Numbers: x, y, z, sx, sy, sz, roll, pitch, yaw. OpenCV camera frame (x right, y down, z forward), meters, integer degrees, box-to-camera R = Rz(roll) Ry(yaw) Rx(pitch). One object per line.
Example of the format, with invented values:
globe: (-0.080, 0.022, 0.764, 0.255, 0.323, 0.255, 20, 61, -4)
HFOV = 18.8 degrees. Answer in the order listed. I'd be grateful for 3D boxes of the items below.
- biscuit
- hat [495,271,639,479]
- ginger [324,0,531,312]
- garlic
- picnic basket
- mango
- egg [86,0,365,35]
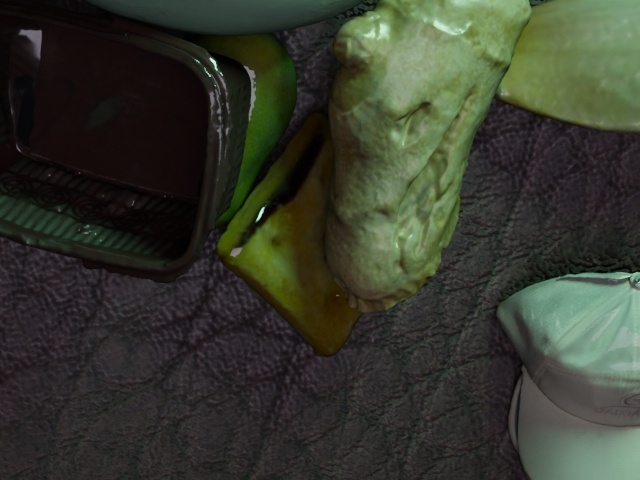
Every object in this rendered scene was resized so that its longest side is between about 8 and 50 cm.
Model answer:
biscuit: (0.000, 0.000, 1.810, 0.174, 0.039, 0.183, -53, 124, -20)
hat: (0.279, 0.150, 1.838, 0.219, 0.164, 0.226, 2, 82, -4)
ginger: (0.080, -0.102, 1.725, 0.190, 0.126, 0.354, 0, 109, -38)
garlic: (0.301, -0.166, 1.775, 0.318, 0.112, 0.143, -5, 87, 3)
picnic basket: (-0.191, -0.098, 1.690, 0.297, 0.129, 0.222, 16, 108, 20)
mango: (-0.096, -0.108, 1.766, 0.122, 0.085, 0.191, 27, 99, -14)
egg: (-0.092, -0.310, 1.620, 0.389, 0.276, 0.276, 10, 102, -8)
